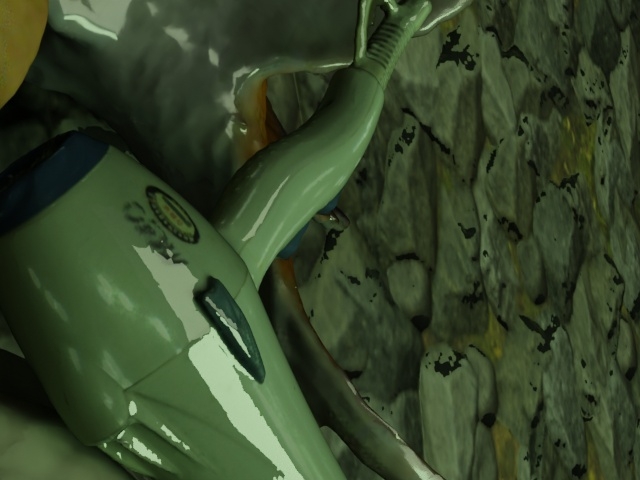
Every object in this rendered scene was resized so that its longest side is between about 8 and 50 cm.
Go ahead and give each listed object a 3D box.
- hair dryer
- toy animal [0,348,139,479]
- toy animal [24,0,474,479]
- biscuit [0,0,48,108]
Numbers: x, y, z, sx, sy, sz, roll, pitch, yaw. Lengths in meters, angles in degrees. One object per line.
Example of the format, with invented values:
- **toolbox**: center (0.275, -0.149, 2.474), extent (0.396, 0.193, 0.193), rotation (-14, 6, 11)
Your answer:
- **hair dryer**: center (0.003, 0.021, 0.476), extent (0.199, 0.067, 0.167), rotation (-33, 103, -44)
- **toy animal**: center (-0.068, 0.149, 0.404), extent (0.308, 0.188, 0.266), rotation (-5, 75, -58)
- **toy animal**: center (-0.040, -0.028, 0.552), extent (0.302, 0.225, 0.284), rotation (25, 49, -29)
- **biscuit**: center (-0.186, -0.088, 0.331), extent (0.340, 0.047, 0.216), rotation (9, 73, -49)
